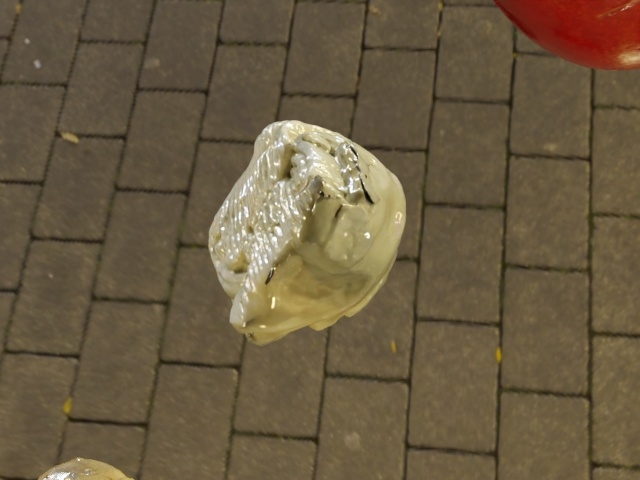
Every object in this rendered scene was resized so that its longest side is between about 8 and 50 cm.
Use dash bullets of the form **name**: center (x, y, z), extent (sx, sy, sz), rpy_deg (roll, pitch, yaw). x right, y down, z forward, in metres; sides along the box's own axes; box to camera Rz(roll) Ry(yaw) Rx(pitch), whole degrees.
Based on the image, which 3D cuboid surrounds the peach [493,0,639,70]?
- **peach**: center (0.188, -0.191, 0.585), extent (0.197, 0.197, 0.197), rpy_deg (-2, 68, 6)

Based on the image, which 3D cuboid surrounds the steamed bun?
- **steamed bun**: center (0.000, 0.000, 1.462), extent (0.237, 0.394, 0.347), rpy_deg (15, 78, -26)

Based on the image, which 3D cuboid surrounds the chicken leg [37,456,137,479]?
- **chicken leg**: center (-0.139, 0.216, 0.622), extent (0.101, 0.207, 0.085), rpy_deg (15, 101, -25)
